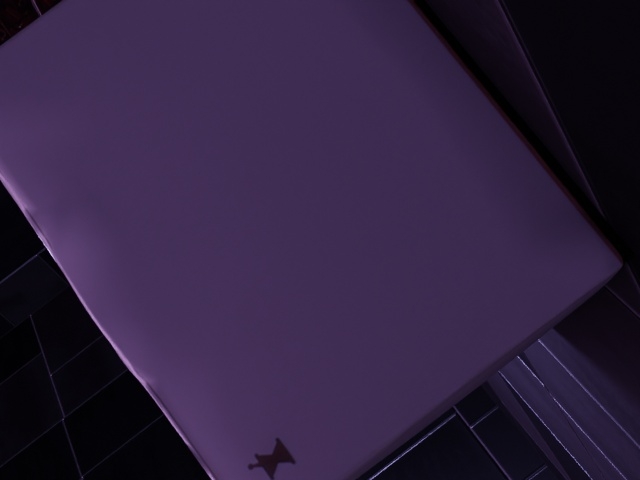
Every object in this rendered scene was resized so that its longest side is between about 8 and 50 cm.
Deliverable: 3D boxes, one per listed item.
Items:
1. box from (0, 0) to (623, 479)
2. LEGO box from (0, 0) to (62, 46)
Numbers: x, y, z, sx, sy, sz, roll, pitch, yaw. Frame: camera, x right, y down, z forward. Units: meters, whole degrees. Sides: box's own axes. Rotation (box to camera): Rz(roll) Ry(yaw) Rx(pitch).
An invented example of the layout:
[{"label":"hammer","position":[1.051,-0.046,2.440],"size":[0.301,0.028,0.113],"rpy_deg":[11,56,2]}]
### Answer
[{"label":"box","position":[0.000,0.000,0.577],"size":[0.215,0.168,0.345],"rpy_deg":[53,-179,10]},{"label":"LEGO box","position":[-0.203,-0.242,0.918],"size":[0.372,0.193,0.500],"rpy_deg":[53,180,-28]}]
